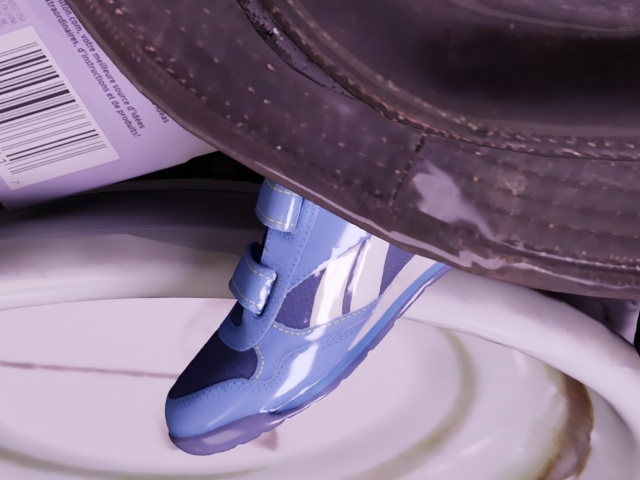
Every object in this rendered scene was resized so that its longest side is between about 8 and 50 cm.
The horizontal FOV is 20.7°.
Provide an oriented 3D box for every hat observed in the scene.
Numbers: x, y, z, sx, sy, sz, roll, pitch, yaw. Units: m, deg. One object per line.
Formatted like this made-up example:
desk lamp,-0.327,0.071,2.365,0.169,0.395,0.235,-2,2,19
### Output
hat,0.074,-0.092,0.359,0.331,0.134,0.331,2,119,4

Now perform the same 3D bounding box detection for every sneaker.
sneaker,0.000,0.000,0.507,0.059,0.144,0.053,42,-177,-17

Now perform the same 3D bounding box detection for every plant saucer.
plant saucer,-0.055,0.069,0.726,0.400,0.100,0.400,-2,150,-1

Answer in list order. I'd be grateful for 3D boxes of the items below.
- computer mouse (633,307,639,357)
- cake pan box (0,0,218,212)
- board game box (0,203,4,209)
computer mouse,0.202,0.005,0.512,0.262,0.184,0.060,-135,24,-75
cake pan box,-0.038,-0.140,0.484,0.246,0.070,0.267,-15,127,22
board game box,-0.213,-0.054,0.731,0.060,0.194,0.194,19,130,22
